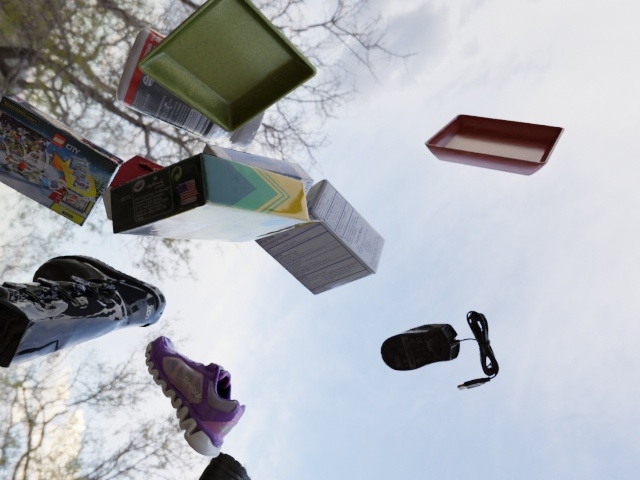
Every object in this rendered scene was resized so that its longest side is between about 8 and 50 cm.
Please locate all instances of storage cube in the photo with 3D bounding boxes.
[{"bbox_3d":[-0.657,-0.163,1.785,0.184,0.215,0.193,23,-136,15],"label":"storage cube"}]

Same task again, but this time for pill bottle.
[{"bbox_3d":[-0.343,-0.401,1.337,0.210,0.363,0.210,-46,-147,42],"label":"pill bottle"}]

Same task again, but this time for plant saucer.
[{"bbox_3d":[0.403,-0.222,1.129,0.258,0.047,0.259,16,-144,27],"label":"plant saucer"},{"bbox_3d":[-0.133,-0.265,0.717,0.188,0.188,0.045,-26,-126,27],"label":"plant saucer"}]

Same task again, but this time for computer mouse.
[{"bbox_3d":[0.287,0.276,1.167,0.262,0.060,0.184,-21,-84,15],"label":"computer mouse"}]

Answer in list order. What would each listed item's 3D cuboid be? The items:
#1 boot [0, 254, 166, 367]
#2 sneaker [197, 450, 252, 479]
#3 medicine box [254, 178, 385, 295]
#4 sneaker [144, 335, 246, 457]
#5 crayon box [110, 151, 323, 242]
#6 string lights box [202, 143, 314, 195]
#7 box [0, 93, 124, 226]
[{"bbox_3d":[-0.599,0.126,1.029,0.367,0.445,0.146,10,-86,13],"label":"boot"},{"bbox_3d":[-0.199,0.673,1.250,0.130,0.286,0.109,-51,-175,-36],"label":"sneaker"},{"bbox_3d":[0.000,0.000,1.482,0.263,0.289,0.149,-24,-150,40],"label":"medicine box"},{"bbox_3d":[-0.205,0.238,0.819,0.104,0.095,0.236,-43,-124,-6],"label":"sneaker"},{"bbox_3d":[-0.163,-0.058,0.846,0.202,0.318,0.081,-14,-100,29],"label":"crayon box"},{"bbox_3d":[-0.152,-0.117,1.074,0.077,0.260,0.133,49,-60,34],"label":"string lights box"},{"bbox_3d":[-0.540,-0.155,0.972,0.159,0.233,0.044,-53,-162,13],"label":"box"}]
